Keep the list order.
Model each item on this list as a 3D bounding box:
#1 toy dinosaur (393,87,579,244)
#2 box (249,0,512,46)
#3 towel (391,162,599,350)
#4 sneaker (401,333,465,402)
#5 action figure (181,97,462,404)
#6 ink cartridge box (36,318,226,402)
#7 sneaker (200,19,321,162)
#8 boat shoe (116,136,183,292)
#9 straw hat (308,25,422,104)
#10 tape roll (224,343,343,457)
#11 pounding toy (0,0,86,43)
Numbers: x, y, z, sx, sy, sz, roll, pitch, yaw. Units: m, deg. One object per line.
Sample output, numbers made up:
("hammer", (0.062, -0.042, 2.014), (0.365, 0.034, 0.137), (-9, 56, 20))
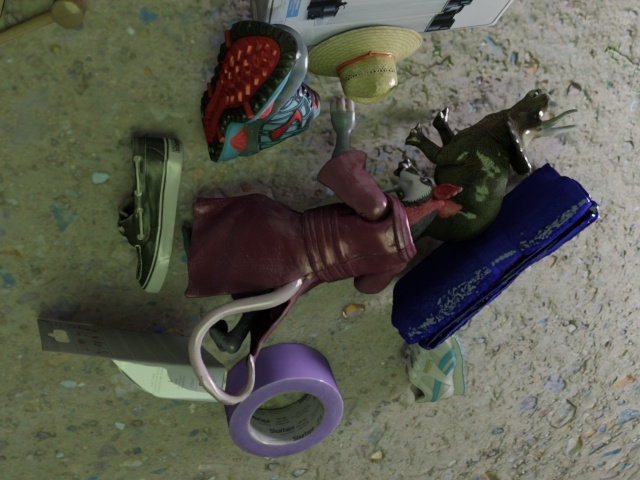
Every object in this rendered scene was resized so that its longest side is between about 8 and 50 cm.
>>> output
("toy dinosaur", (0.185, -0.072, 0.982), (0.121, 0.160, 0.313), (-24, 145, -56))
("box", (0.074, -0.290, 0.782), (0.290, 0.087, 0.169), (-10, 170, -12))
("towel", (0.238, 0.022, 1.037), (0.308, 0.227, 0.076), (-39, 95, 14))
("sneaker", (0.184, 0.192, 1.231), (0.092, 0.087, 0.228), (-17, 127, -2))
("action figure", (0.000, 0.000, 0.924), (0.371, 0.275, 0.248), (-18, 121, 14))
("ink cartridge box", (-0.265, 0.164, 1.006), (0.233, 0.189, 0.066), (6, 94, -24))
("sneaker", (-0.054, -0.171, 0.830), (0.125, 0.104, 0.262), (-10, 173, -23))
("boat shoe", (-0.226, -0.032, 0.947), (0.070, 0.077, 0.219), (3, 116, -20))
("straw hat", (0.057, -0.196, 0.870), (0.145, 0.061, 0.144), (-11, 172, -2))
("tape roll", (-0.063, 0.265, 1.211), (0.189, 0.080, 0.188), (-9, 127, -12))
("pounding toy", (-0.337, -0.254, 0.730), (0.206, 0.094, 0.181), (14, 120, -25))
